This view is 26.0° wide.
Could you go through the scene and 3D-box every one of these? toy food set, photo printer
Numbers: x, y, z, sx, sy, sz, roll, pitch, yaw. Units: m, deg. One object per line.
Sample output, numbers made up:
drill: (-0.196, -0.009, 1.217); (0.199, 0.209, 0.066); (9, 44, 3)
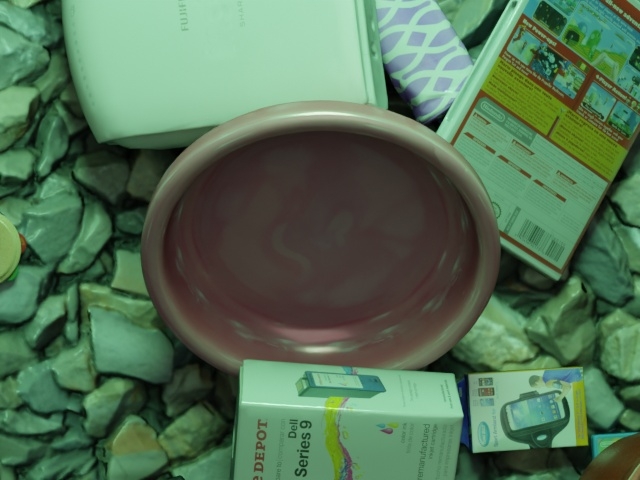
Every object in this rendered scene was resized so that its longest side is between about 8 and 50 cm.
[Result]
toy food set: (-0.336, 0.009, 1.378); (0.083, 0.020, 0.083); (-34, 89, -6)
photo printer: (-0.101, -0.222, 1.335); (0.308, 0.107, 0.256); (-6, 91, 14)

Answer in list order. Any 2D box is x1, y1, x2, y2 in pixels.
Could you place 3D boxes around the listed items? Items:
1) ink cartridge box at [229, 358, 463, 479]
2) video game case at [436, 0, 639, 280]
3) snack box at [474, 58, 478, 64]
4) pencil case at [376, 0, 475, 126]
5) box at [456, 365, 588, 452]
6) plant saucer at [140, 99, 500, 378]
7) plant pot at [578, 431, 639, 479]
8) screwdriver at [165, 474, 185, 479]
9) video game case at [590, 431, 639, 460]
ink cartridge box: (0.021, 0.206, 1.334); (0.213, 0.093, 0.154); (5, 112, -3)
video game case: (0.232, -0.128, 1.386); (0.204, 0.025, 0.285); (31, 86, -28)
snack box: (0.239, -0.204, 1.432); (0.100, 0.037, 0.141); (39, 83, -3)
pencil case: (0.083, -0.213, 1.395); (0.086, 0.088, 0.206); (-28, 88, -14)
box: (0.201, 0.172, 1.409); (0.136, 0.028, 0.081); (-3, 87, -7)
plant saucer: (0.000, 0.000, 1.305); (0.332, 0.084, 0.332); (-1, 128, -1)
plant pot: (0.357, 0.283, 1.279); (0.273, 0.265, 0.272); (0, 86, -4)
screwdriver: (-0.209, 0.276, 1.369); (0.170, 0.025, 0.024); (-26, 88, -7)
video game case: (0.341, 0.279, 1.419); (0.119, 0.015, 0.166); (-3, 87, -5)
